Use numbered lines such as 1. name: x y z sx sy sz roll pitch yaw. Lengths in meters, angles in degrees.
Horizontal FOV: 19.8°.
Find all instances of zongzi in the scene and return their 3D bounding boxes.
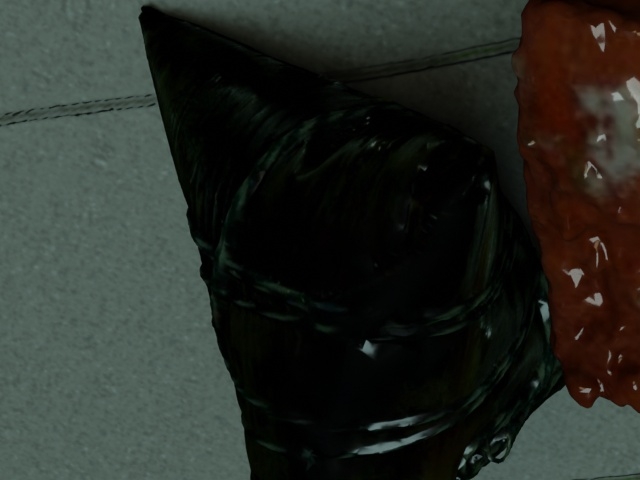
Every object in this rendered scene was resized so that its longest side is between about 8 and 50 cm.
1. zongzi: 0.000 0.000 1.285 0.362 0.319 0.383 40 155 36

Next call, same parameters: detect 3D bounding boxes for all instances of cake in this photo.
1. cake: 0.299 -0.060 1.078 0.319 0.270 0.269 9 127 28
